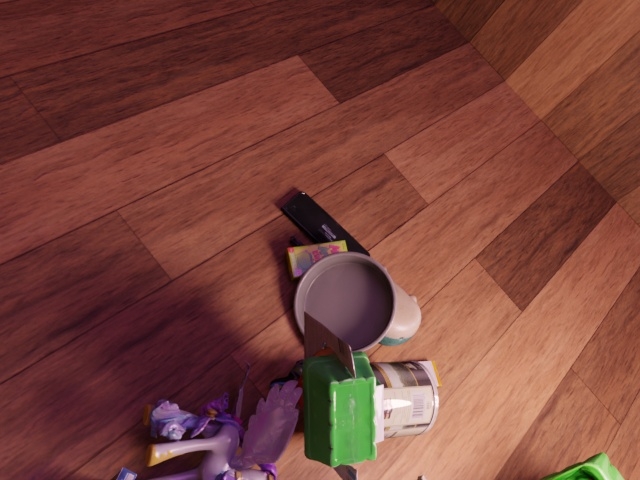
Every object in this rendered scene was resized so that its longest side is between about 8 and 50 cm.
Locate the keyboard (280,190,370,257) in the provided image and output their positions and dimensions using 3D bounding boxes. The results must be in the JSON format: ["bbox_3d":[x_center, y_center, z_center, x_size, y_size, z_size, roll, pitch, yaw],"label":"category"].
[{"bbox_3d":[0.000,0.000,2.010,0.317,0.033,0.201,43,48,2],"label":"keyboard"}]

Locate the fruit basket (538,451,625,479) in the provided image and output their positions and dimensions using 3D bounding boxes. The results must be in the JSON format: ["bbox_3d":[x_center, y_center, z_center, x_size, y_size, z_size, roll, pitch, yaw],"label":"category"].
[{"bbox_3d":[0.607,0.728,1.664,0.392,0.392,0.283,-25,75,-39],"label":"fruit basket"}]

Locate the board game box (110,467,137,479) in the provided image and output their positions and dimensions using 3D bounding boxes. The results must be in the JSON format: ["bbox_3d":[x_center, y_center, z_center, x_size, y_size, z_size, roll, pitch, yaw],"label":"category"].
[{"bbox_3d":[-0.447,0.571,1.302,0.035,0.136,0.201,31,49,-10],"label":"board game box"}]

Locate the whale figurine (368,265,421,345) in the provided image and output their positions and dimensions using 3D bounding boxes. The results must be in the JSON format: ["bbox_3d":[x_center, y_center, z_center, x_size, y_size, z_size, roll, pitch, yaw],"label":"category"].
[{"bbox_3d":[0.184,0.195,1.934,0.216,0.141,0.272,-1,45,-26],"label":"whale figurine"}]

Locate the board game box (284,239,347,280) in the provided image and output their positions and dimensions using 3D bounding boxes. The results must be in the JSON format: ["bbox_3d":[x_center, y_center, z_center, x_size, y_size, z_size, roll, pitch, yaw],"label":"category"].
[{"bbox_3d":[-0.007,0.059,1.920,0.181,0.043,0.092,-8,73,-17],"label":"board game box"}]

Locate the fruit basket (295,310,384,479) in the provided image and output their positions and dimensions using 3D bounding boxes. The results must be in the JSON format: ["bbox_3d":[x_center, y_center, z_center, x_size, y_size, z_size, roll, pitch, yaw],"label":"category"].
[{"bbox_3d":[0.026,0.356,1.503,0.165,0.353,0.328,-3,96,-12],"label":"fruit basket"}]

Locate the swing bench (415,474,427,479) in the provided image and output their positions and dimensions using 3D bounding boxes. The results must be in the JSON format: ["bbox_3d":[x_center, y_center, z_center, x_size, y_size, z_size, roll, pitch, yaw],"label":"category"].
[{"bbox_3d":[0.100,0.662,1.478,0.254,0.253,0.165,2,60,-32],"label":"swing bench"}]

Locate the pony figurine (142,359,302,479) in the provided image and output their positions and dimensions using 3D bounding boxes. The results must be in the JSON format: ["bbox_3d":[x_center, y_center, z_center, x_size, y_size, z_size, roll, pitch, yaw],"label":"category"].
[{"bbox_3d":[-0.217,0.459,1.457,0.363,0.302,0.351,12,87,-28],"label":"pony figurine"}]

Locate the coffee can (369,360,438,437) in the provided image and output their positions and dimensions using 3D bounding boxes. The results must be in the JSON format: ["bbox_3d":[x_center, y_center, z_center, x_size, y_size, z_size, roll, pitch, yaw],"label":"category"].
[{"bbox_3d":[0.140,0.418,1.692,0.275,0.201,0.202,6,58,-33],"label":"coffee can"}]

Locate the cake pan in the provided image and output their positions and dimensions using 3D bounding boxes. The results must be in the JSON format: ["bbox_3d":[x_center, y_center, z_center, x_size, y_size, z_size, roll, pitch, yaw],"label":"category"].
[{"bbox_3d":[0.071,0.178,1.816,0.292,0.054,0.294,-4,73,12],"label":"cake pan"}]

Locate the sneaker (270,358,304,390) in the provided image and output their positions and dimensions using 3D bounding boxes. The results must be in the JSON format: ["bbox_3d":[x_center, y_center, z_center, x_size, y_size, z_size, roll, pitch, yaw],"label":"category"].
[{"bbox_3d":[-0.057,0.363,1.725,0.188,0.067,0.078,-15,48,-35],"label":"sneaker"}]

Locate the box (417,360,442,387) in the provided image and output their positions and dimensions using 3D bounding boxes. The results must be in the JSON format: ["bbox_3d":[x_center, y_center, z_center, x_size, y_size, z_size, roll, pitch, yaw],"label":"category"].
[{"bbox_3d":[0.289,0.401,1.918,0.136,0.028,0.081,1,60,-27],"label":"box"}]
